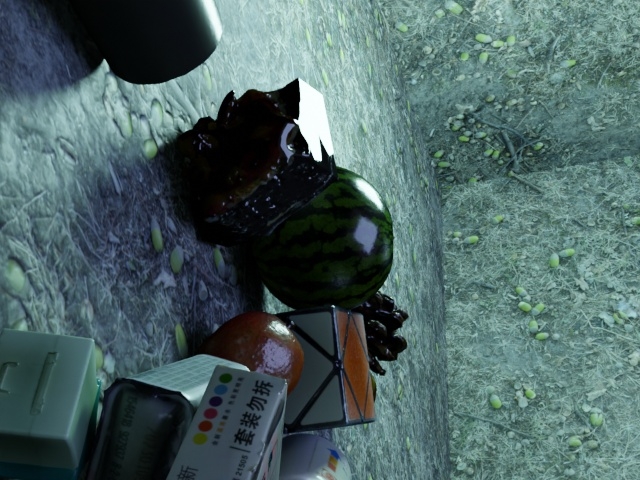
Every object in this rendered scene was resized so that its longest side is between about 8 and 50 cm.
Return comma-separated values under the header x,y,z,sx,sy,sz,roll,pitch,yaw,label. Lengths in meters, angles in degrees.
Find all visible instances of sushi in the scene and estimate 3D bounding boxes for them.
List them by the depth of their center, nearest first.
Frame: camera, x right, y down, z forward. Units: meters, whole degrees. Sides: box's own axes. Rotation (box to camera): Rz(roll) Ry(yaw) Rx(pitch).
x,y,z,sx,sy,sz,roll,pitch,yaw,label
-0.116,-0.130,1.551,0.212,0.227,0.216,17,60,-65,sushi

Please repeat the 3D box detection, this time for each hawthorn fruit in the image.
x,y,z,sx,sy,sz,roll,pitch,yaw,label
-0.101,0.187,1.496,0.188,0.169,0.169,-36,125,-26,hawthorn fruit

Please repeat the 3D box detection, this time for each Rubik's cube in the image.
x,y,z,sx,sy,sz,roll,pitch,yaw,label
-0.032,0.233,1.676,0.205,0.204,0.207,22,58,-72,Rubik's cube

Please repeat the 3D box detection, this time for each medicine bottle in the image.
x,y,z,sx,sy,sz,roll,pitch,yaw,label
-0.038,0.437,1.537,0.293,0.170,0.170,-64,143,-80,medicine bottle

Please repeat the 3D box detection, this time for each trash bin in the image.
x,y,z,sx,sy,sz,roll,pitch,yaw,label
-0.255,-0.377,1.229,0.334,0.214,0.214,67,21,-50,trash bin

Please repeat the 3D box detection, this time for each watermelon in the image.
x,y,z,sx,sy,sz,roll,pitch,yaw,label
0.000,0.000,1.777,0.285,0.285,0.285,-9,90,-74,watermelon

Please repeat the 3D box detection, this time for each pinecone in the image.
x,y,z,sx,sy,sz,roll,pitch,yaw,label
0.052,0.199,1.954,0.257,0.243,0.243,-70,158,-7,pinecone

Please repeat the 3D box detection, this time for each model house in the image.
x,y,z,sx,sy,sz,roll,pitch,yaw,label
-0.290,0.183,0.991,0.149,0.100,0.127,96,-1,-49,model house

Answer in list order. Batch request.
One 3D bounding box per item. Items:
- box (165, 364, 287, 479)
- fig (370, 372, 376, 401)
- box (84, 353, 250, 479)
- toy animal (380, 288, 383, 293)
x,y,z,sx,sy,sz,roll,pitch,yaw,label
-0.106,0.300,1.019,0.221,0.091,0.274,-70,170,-50,box
0.059,0.300,2.151,0.236,0.124,0.124,-99,170,-51,fig
-0.175,0.247,1.159,0.369,0.112,0.190,13,90,-85,box
0.071,0.122,2.232,0.193,0.127,0.179,-73,148,-51,toy animal
